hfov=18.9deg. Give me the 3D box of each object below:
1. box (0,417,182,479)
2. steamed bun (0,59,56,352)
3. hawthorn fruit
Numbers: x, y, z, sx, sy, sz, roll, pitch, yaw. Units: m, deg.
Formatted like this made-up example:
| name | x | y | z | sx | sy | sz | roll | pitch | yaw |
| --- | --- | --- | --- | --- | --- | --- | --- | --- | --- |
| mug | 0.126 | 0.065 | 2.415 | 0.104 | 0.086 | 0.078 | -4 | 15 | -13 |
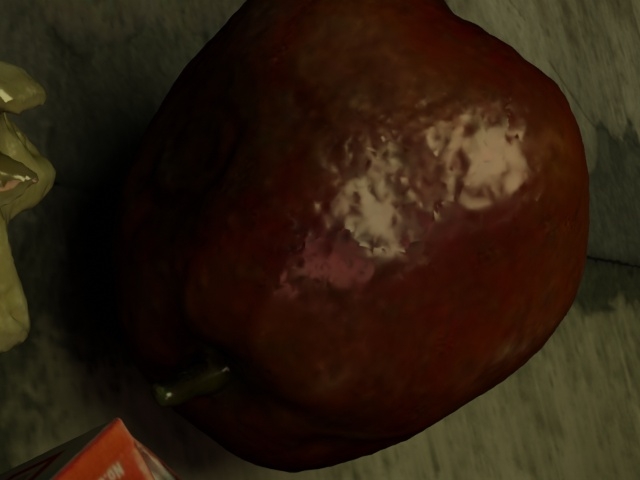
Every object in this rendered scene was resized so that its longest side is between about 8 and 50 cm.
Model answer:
| name | x | y | z | sx | sy | sz | roll | pitch | yaw |
| --- | --- | --- | --- | --- | --- | --- | --- | --- | --- |
| box | -0.147 | 0.147 | 0.662 | 0.050 | 0.123 | 0.229 | 58 | 34 | -8 |
| steamed bun | -0.193 | -0.061 | 0.668 | 0.292 | 0.137 | 0.295 | 17 | 58 | -65 |
| hawthorn fruit | 0.000 | 0.000 | 0.889 | 0.261 | 0.224 | 0.224 | -46 | 110 | -32 |
